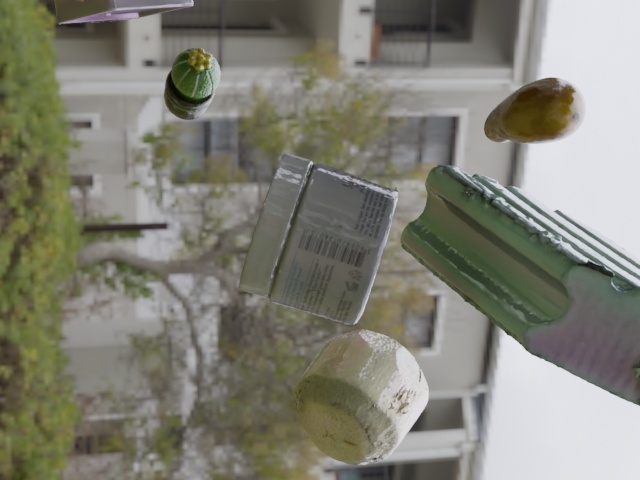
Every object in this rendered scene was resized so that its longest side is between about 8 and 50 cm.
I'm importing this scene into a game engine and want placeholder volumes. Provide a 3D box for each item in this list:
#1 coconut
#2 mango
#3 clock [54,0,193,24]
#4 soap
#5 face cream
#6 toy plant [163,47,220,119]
[{"bbox_3d":[0.075,0.256,2.094,0.224,0.234,0.224,28,-36,23],"label":"coconut"},{"bbox_3d":[0.339,-0.201,1.948,0.099,0.136,0.227,63,-19,-7],"label":"mango"},{"bbox_3d":[-0.336,-0.414,2.079,0.150,0.197,0.063,-3,-81,40],"label":"clock"},{"bbox_3d":[0.334,0.061,1.697,0.446,0.261,0.156,41,-70,54],"label":"soap"},{"bbox_3d":[0.000,0.000,1.460,0.177,0.153,0.177,-162,-90,-89],"label":"face cream"},{"bbox_3d":[-0.230,-0.286,2.192,0.162,0.092,0.093,126,-40,-63],"label":"toy plant"}]
